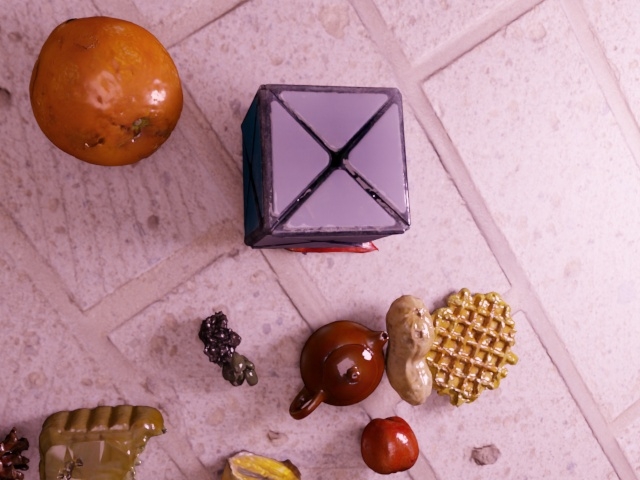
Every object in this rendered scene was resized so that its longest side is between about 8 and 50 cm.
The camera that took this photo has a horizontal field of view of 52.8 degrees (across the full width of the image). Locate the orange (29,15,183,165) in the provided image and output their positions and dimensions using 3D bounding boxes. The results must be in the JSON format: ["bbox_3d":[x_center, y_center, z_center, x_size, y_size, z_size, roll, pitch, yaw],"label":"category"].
[{"bbox_3d":[-0.355,-0.246,1.070,0.246,0.246,0.246,-2,97,-15],"label":"orange"}]

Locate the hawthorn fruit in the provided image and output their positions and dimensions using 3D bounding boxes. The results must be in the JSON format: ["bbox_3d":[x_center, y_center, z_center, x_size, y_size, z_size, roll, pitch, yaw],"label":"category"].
[{"bbox_3d":[0.146,0.429,1.355,0.128,0.128,0.128,-2,97,-15],"label":"hawthorn fruit"}]

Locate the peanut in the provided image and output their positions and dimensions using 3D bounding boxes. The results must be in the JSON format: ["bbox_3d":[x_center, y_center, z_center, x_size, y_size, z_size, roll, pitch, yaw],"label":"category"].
[{"bbox_3d":[0.182,0.225,1.321,0.098,0.103,0.229,-1,100,1],"label":"peanut"}]

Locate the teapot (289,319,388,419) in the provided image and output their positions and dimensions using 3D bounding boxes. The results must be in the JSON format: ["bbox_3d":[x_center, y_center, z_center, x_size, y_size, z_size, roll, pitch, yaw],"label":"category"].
[{"bbox_3d":[0.034,0.267,1.293,0.252,0.135,0.178,-44,101,-7],"label":"teapot"}]

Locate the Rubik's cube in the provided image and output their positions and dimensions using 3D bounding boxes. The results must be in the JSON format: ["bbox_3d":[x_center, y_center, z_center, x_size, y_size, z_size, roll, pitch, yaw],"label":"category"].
[{"bbox_3d":[-0.004,-0.119,1.146,0.255,0.259,0.260,-3,83,-13],"label":"Rubik's cube"}]

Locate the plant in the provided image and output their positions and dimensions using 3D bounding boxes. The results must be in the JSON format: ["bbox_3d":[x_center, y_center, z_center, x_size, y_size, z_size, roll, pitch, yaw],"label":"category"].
[{"bbox_3d":[-0.181,0.219,1.260,0.085,0.087,0.174,-20,108,24],"label":"plant"}]

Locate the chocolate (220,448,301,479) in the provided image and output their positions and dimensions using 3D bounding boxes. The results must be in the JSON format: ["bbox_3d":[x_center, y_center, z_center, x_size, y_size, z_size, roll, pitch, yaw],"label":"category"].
[{"bbox_3d":[-0.171,0.655,1.282,0.162,0.162,0.445,17,94,-16],"label":"chocolate"}]

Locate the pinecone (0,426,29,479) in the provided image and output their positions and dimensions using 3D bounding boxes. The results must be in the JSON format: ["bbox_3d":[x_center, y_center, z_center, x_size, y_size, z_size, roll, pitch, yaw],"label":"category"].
[{"bbox_3d":[-0.612,0.398,1.127,0.195,0.150,0.179,-19,101,-12],"label":"pinecone"}]

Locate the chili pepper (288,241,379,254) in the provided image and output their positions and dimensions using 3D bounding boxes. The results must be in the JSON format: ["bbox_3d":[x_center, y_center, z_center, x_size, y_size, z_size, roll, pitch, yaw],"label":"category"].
[{"bbox_3d":[0.000,0.000,1.292,0.268,0.050,0.059,8,71,-16],"label":"chili pepper"}]

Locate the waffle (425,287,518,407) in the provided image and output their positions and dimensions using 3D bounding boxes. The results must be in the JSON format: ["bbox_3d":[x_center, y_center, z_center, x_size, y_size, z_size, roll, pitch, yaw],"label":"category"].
[{"bbox_3d":[0.324,0.225,1.402,0.238,0.059,0.243,-21,99,-11],"label":"waffle"}]

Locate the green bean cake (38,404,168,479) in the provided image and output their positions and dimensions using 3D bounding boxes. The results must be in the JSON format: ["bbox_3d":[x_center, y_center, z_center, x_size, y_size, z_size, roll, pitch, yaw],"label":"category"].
[{"bbox_3d":[-0.405,0.437,1.201,0.233,0.124,0.236,0,96,-15],"label":"green bean cake"}]
